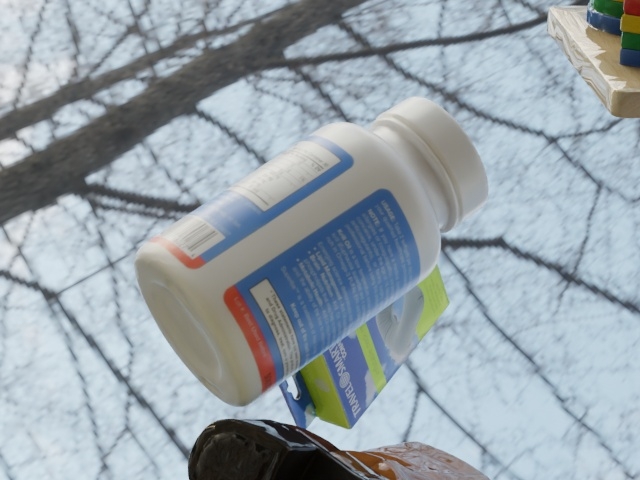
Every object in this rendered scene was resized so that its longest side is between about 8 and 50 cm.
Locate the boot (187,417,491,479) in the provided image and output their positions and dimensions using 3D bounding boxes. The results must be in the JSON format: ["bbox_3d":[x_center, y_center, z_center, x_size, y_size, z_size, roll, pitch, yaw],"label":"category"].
[{"bbox_3d":[0.081,0.207,1.032,0.264,0.280,0.096,22,-88,35],"label":"boot"}]

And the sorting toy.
[{"bbox_3d":[0.352,-0.192,1.374,0.255,0.257,0.089,-1,-66,-5],"label":"sorting toy"}]

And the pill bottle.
[{"bbox_3d":[0.000,0.000,1.025,0.124,0.221,0.124,46,-22,25],"label":"pill bottle"}]

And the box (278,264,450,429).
[{"bbox_3d":[0.034,0.069,1.287,0.042,0.178,0.109,16,-38,36],"label":"box"}]
